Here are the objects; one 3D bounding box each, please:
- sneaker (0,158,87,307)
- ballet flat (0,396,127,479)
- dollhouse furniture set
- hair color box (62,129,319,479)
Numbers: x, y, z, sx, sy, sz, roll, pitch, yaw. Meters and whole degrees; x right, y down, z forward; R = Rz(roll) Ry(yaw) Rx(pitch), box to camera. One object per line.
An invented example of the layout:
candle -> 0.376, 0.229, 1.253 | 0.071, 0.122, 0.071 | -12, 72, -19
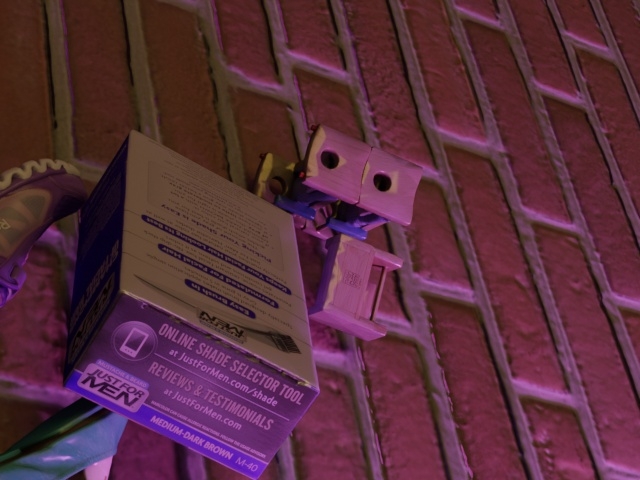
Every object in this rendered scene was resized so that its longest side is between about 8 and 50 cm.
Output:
sneaker -> -0.284, 0.007, 1.499 | 0.236, 0.095, 0.104 | -27, 78, -48
ballet flat -> -0.222, 0.191, 1.369 | 0.247, 0.083, 0.087 | -27, 96, -53
dollhouse furniture set -> 0.000, 0.000, 1.765 | 0.129, 0.129, 0.184 | 23, 68, -22
hair color box -> -0.114, 0.045, 1.519 | 0.185, 0.110, 0.339 | 28, 18, -16
